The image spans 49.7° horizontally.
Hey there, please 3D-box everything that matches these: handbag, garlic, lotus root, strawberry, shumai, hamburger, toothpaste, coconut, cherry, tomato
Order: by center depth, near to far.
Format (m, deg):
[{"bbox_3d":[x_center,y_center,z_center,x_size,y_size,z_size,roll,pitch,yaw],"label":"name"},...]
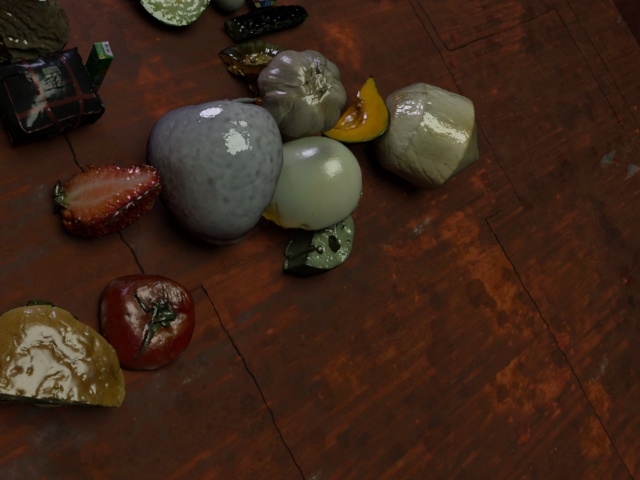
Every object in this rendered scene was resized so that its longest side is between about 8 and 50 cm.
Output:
[{"bbox_3d":[-0.544,0.218,1.351,0.330,0.162,0.209,8,69,-24],"label":"hamburger"},{"bbox_3d":[-0.370,0.167,1.515,0.228,0.101,0.228,13,65,-30],"label":"tomato"},{"bbox_3d":[-0.601,-0.314,1.521,0.215,0.155,0.169,-28,97,-37],"label":"handbag"},{"bbox_3d":[-0.462,-0.077,1.523,0.236,0.107,0.175,7,62,12],"label":"strawberry"},{"bbox_3d":[-0.722,-0.570,1.545,0.346,0.217,0.283,28,27,-32],"label":"shumai"},{"bbox_3d":[-0.517,-0.391,1.586,0.037,0.178,0.043,-19,82,-35],"label":"toothpaste"},{"bbox_3d":[-0.230,-0.172,1.594,0.335,0.326,0.291,65,21,11],"label":"cherry"},{"bbox_3d":[-0.040,-0.364,1.701,0.228,0.152,0.228,-3,102,-16],"label":"garlic"},{"bbox_3d":[0.000,0.000,1.790,0.138,0.119,0.235,32,57,-17],"label":"lotus root"},{"bbox_3d":[0.322,-0.293,2.004,0.329,0.329,0.329,11,66,-27],"label":"coconut"}]

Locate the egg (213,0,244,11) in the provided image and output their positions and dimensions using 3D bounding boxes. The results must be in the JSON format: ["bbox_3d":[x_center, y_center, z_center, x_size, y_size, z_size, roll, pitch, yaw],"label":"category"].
[{"bbox_3d":[-0.259,-0.698,1.906,0.103,0.103,0.135,-19,84,-35],"label":"egg"}]

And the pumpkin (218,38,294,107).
[{"bbox_3d":[-0.132,-0.424,1.894,0.280,0.190,0.139,27,47,32],"label":"pumpkin"}]

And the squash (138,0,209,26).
[{"bbox_3d":[-0.401,-0.719,1.768,0.233,0.210,0.309,-17,76,-21],"label":"squash"}]

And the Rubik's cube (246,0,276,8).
[{"bbox_3d":[-0.169,-0.713,1.973,0.111,0.111,0.093,-21,109,-35],"label":"Rubik's cube"}]

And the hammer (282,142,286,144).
[{"bbox_3d":[-0.047,-0.158,1.871,0.290,0.037,0.137,33,60,-16],"label":"hammer"}]

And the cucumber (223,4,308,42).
[{"bbox_3d":[-0.142,-0.631,1.975,0.300,0.072,0.072,-29,88,-37],"label":"cucumber"}]

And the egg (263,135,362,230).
[{"bbox_3d":[-0.036,-0.166,1.707,0.286,0.174,0.264,0,55,1],"label":"egg"}]

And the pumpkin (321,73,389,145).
[{"bbox_3d":[0.120,-0.325,1.955,0.149,0.130,0.254,32,65,10],"label":"pumpkin"}]
